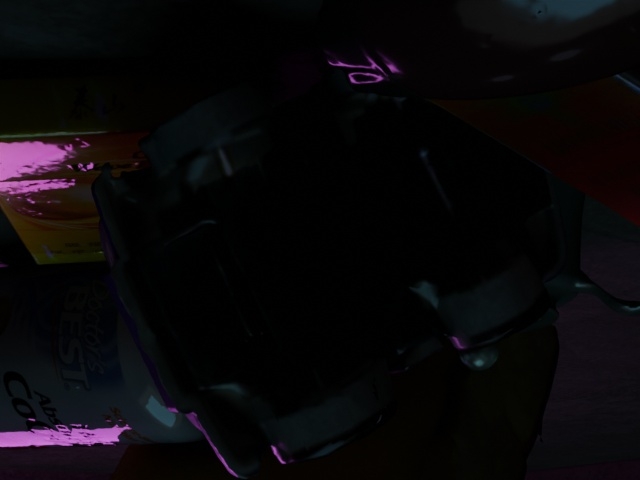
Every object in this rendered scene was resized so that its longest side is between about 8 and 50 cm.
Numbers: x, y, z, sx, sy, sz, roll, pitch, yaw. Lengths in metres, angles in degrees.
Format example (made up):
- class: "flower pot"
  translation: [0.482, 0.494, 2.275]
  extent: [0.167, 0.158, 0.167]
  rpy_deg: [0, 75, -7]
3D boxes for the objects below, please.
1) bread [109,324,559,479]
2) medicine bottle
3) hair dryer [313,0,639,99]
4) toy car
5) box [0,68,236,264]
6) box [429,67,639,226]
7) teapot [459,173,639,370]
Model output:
- class: "bread"
  translation: [0.015, 0.159, 0.990]
  extent: [0.333, 0.324, 0.143]
  rpy_deg: [-11, 118, 31]
- class: "medicine bottle"
  translation: [-0.156, 0.084, 0.946]
  extent: [0.288, 0.157, 0.157]
  rpy_deg: [-8, 163, 32]
- class: "hair dryer"
  translation: [0.054, -0.174, 0.259]
  extent: [0.312, 0.123, 0.340]
  rpy_deg: [-27, 142, 33]
- class: "toy car"
  translation: [0.000, 0.000, 0.622]
  extent: [0.235, 0.172, 0.158]
  rpy_deg: [-26, -176, -20]
- class: "box"
  translation: [-0.127, -0.038, 0.748]
  extent: [0.152, 0.044, 0.269]
  rpy_deg: [-4, 164, -6]
- class: "box"
  translation: [0.118, -0.072, 0.527]
  extent: [0.175, 0.048, 0.112]
  rpy_deg: [29, 163, -15]
- class: "teapot"
  translation: [0.106, 0.007, 0.748]
  extent: [0.239, 0.149, 0.162]
  rpy_deg: [-6, 162, 16]
